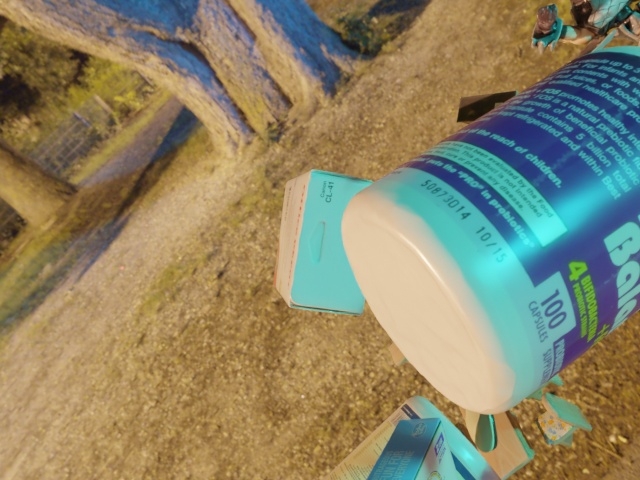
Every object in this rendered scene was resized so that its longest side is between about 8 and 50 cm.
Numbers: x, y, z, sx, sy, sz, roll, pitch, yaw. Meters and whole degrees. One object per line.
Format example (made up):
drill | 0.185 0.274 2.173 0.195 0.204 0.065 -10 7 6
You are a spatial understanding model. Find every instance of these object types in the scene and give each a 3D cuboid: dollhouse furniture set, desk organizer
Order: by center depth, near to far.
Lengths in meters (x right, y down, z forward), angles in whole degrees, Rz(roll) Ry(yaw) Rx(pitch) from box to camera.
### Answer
desk organizer | 0.306 -0.228 1.057 0.130 0.050 0.047 13 94 58
dollhouse furniture set | 0.369 0.390 1.491 0.362 0.256 0.394 -50 32 24

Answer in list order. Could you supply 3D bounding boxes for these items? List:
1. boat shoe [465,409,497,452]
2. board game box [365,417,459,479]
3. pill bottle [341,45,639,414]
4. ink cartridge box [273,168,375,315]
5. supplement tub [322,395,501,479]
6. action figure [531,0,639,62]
boat shoe | 0.231 0.236 0.867 0.049 0.042 0.133 -45 46 43
board game box | 0.135 0.426 0.753 0.064 0.317 0.242 -12 11 29
pill bottle | 0.179 -0.030 0.424 0.301 0.169 0.169 -32 22 -14
ink cartridge box | 0.000 0.000 1.094 0.306 0.131 0.226 -162 80 -79
supplement tub | 0.138 0.468 1.079 0.325 0.235 0.235 -42 25 -6
action figure | 0.280 -0.315 0.689 0.185 0.285 0.099 -51 2 0
